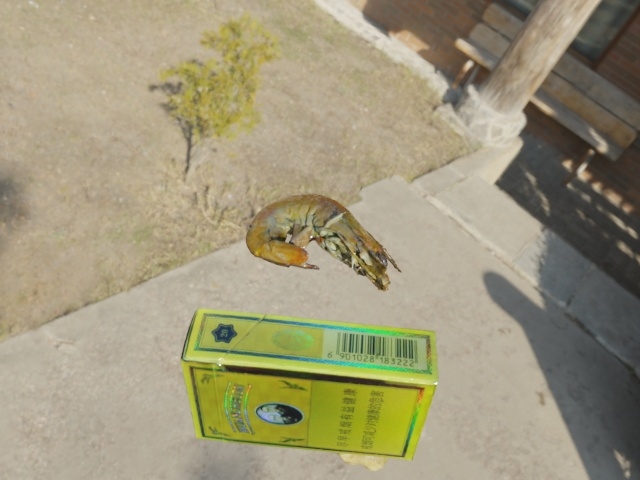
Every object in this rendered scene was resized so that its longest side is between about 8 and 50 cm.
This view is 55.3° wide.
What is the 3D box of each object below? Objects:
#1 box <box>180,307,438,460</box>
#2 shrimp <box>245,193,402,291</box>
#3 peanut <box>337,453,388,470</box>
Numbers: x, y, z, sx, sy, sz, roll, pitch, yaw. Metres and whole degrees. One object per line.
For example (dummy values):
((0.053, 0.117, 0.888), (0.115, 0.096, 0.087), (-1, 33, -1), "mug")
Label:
((-0.011, 0.138, 0.574), (0.219, 0.141, 0.064), (7, 45, 2), "box")
((0.000, 0.000, 0.805), (0.150, 0.068, 0.248), (-35, 41, -28), "shrimp")
((0.069, 0.354, 1.021), (0.113, 0.054, 0.054), (30, 33, -29), "peanut")
